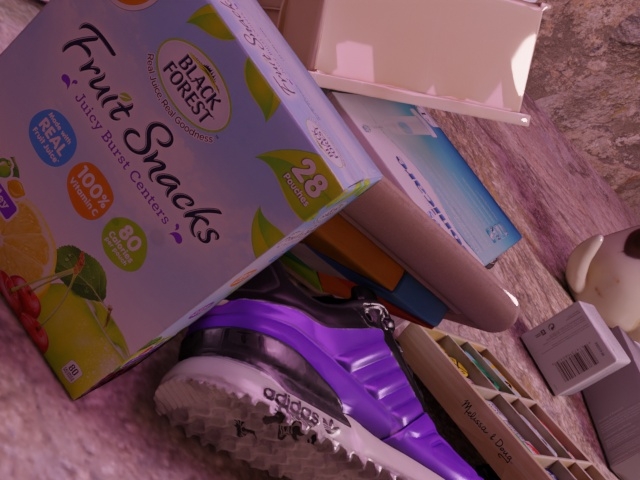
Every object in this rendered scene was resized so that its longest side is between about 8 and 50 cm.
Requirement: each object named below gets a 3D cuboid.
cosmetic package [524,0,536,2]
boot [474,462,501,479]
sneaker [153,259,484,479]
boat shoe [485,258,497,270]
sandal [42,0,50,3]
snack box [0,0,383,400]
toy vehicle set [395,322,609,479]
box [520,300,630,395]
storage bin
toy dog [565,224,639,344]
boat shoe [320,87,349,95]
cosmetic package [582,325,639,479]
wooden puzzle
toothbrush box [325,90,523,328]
[{"bbox_3d":[0.071,-0.419,1.159,0.230,0.161,0.453,30,0,-42],"label":"cosmetic package"},{"bbox_3d":[0.190,0.262,0.806,0.121,0.045,0.099,32,24,-44],"label":"boot"},{"bbox_3d":[0.032,0.108,0.592,0.293,0.102,0.146,40,46,-30],"label":"sneaker"},{"bbox_3d":[0.189,-0.056,1.224,0.223,0.073,0.080,55,23,7],"label":"boat shoe"},{"bbox_3d":[-0.220,-0.264,0.692,0.102,0.169,0.416,17,12,22],"label":"sandal"},{"bbox_3d":[-0.101,-0.041,0.469,0.174,0.207,0.070,54,22,4],"label":"snack box"},{"bbox_3d":[0.197,0.193,0.839,0.166,0.035,0.267,22,23,-52],"label":"toy vehicle set"},{"bbox_3d":[0.360,0.153,1.212,0.087,0.101,0.102,15,43,-57],"label":"box"},{"bbox_3d":[0.046,-0.216,0.886,0.262,0.123,0.260,4,14,-29],"label":"storage bin"},{"bbox_3d":[0.702,0.026,1.660,0.395,0.408,0.284,42,24,-25],"label":"toy dog"},{"bbox_3d":[-0.008,-0.268,1.108,0.320,0.118,0.103,27,38,-35],"label":"boat shoe"},{"bbox_3d":[0.469,0.256,1.277,0.127,0.107,0.238,42,22,-23],"label":"cosmetic package"},{"bbox_3d":[0.000,0.000,0.648,0.221,0.044,0.239,39,-19,-30],"label":"wooden puzzle"},{"bbox_3d":[0.082,-0.036,0.919,0.216,0.126,0.295,54,21,7],"label":"toothbrush box"}]
